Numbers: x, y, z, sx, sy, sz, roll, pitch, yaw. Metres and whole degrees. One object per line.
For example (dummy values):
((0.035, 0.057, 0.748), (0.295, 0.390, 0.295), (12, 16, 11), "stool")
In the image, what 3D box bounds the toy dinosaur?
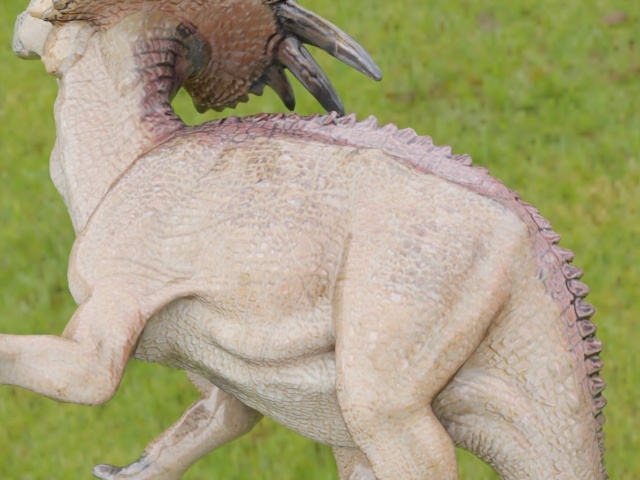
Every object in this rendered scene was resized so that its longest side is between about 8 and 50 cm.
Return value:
((0.000, 0.000, 0.575), (0.295, 0.127, 0.200), (26, 81, 7), "toy dinosaur")
